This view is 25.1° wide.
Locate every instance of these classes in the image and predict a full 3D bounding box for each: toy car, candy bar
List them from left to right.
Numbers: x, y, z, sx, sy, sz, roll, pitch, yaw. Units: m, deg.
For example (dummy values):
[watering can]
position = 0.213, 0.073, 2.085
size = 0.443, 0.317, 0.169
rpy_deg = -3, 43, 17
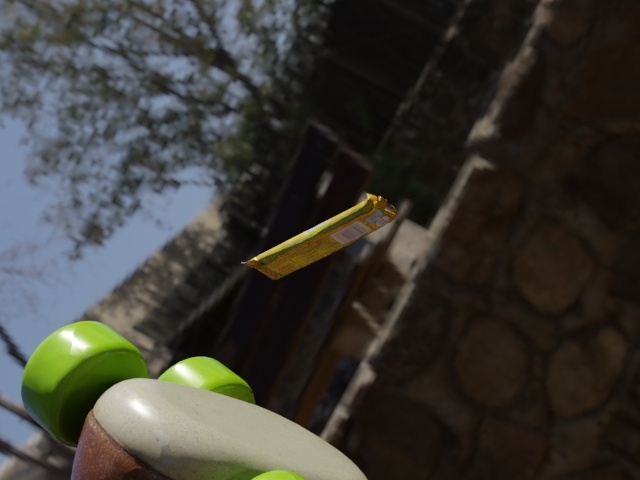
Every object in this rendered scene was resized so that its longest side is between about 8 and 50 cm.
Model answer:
[toy car]
position = -0.071, 0.156, 0.606
size = 0.149, 0.155, 0.188
rpy_deg = 25, -85, -51
[candy bar]
position = 0.000, 0.000, 1.285
size = 0.161, 0.040, 0.018
rpy_deg = -28, 46, 34
